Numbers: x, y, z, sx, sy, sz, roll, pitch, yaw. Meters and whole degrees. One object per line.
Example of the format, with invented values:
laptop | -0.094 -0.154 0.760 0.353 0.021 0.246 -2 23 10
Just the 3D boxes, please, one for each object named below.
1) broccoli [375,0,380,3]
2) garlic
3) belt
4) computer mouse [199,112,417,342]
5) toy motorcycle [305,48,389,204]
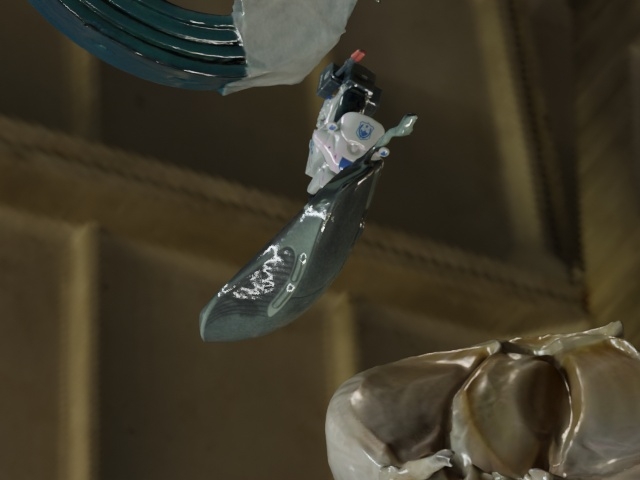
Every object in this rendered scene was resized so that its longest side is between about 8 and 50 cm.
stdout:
broccoli | 0.012 -0.430 2.280 0.293 0.348 0.281 29 -146 -34
garlic | 0.114 0.142 1.068 0.229 0.143 0.178 6 -155 16
belt | -0.166 -0.336 2.012 0.436 0.300 0.173 31 173 -6
computer mouse | 0.000 0.000 2.065 0.090 0.379 0.167 43 -153 0
toy motorcycle | 0.032 -0.145 2.367 0.102 0.150 0.221 25 -133 -17
